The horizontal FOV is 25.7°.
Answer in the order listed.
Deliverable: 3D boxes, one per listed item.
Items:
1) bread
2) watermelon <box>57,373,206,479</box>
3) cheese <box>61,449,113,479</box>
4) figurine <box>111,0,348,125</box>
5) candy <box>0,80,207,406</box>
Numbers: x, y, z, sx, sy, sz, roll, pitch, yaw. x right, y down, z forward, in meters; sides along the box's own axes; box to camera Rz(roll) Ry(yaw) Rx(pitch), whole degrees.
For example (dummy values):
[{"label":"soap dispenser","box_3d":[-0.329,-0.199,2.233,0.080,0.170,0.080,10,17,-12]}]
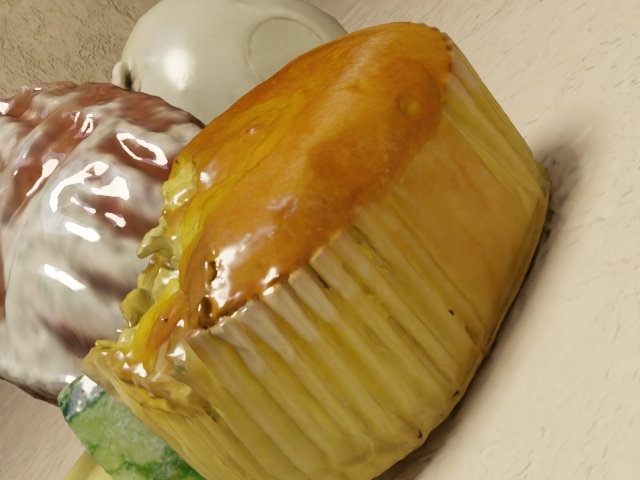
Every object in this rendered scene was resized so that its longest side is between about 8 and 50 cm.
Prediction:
[{"label":"bread","box_3d":[0.000,0.000,0.684,0.179,0.133,0.250,-13,34,46]},{"label":"watermelon","box_3d":[-0.052,0.127,0.775,0.098,0.121,0.158,-37,-33,-5]},{"label":"cheese","box_3d":[-0.119,0.134,0.974,0.255,0.050,0.127,-55,11,-24]},{"label":"figurine","box_3d":[-0.105,-0.022,1.157,0.394,0.227,0.274,-46,40,51]},{"label":"candy","box_3d":[-0.148,0.005,0.932,0.289,0.157,0.214,18,79,35]}]
